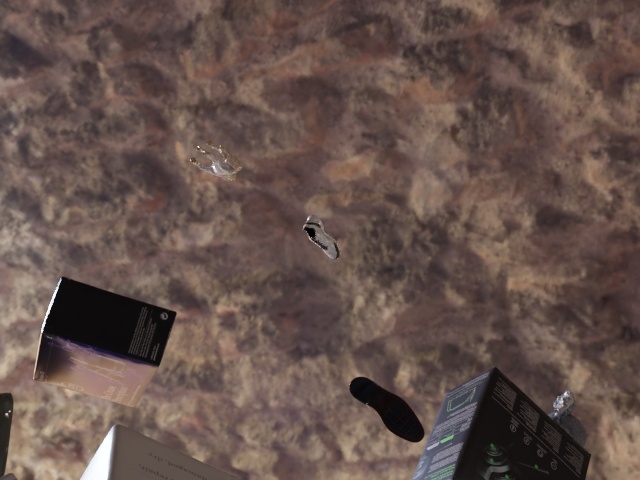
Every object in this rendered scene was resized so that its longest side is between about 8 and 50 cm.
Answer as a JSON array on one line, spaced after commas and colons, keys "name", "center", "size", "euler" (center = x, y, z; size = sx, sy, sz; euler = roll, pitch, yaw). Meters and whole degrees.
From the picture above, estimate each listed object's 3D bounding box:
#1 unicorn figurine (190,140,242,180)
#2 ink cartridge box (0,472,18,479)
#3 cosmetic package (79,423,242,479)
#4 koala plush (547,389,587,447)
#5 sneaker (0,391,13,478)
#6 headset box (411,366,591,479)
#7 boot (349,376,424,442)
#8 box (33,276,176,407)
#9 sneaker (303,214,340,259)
[{"name": "unicorn figurine", "center": [-0.204, -0.156, 1.801], "size": [0.111, 0.060, 0.162], "euler": [32, -1, -24]}, {"name": "ink cartridge box", "center": [-0.475, 0.500, 1.401], "size": [0.172, 0.100, 0.237], "euler": [54, -21, 27]}, {"name": "cosmetic package", "center": [-0.179, 0.485, 0.995], "size": [0.327, 0.329, 0.393], "euler": [30, 9, -15]}, {"name": "koala plush", "center": [0.505, 0.442, 1.901], "size": [0.203, 0.221, 0.196], "euler": [-6, -81, 40]}, {"name": "sneaker", "center": [-0.603, 0.373, 1.505], "size": [0.130, 0.227, 0.087], "euler": [6, -14, -21]}, {"name": "headset box", "center": [0.299, 0.404, 1.467], "size": [0.246, 0.283, 0.131], "euler": [42, -47, -8]}, {"name": "boot", "center": [0.171, 0.412, 2.176], "size": [0.219, 0.082, 0.106], "euler": [41, 1, 11]}, {"name": "box", "center": [-0.356, 0.173, 1.429], "size": [0.184, 0.103, 0.261], "euler": [21, -29, -10]}, {"name": "sneaker", "center": [0.000, 0.000, 1.860], "size": [0.040, 0.043, 0.109], "euler": [-29, -76, 39]}]
